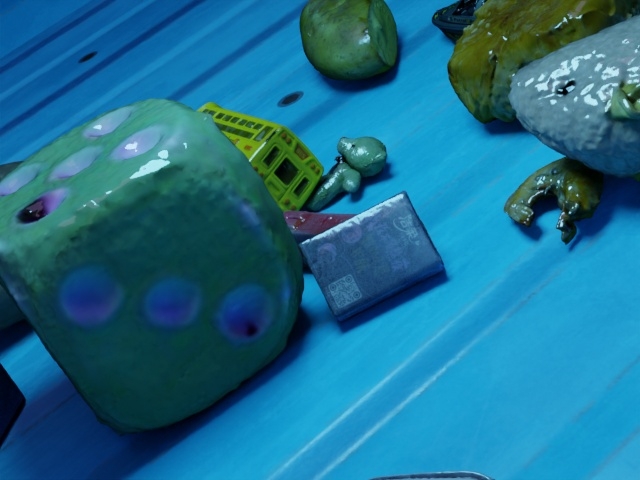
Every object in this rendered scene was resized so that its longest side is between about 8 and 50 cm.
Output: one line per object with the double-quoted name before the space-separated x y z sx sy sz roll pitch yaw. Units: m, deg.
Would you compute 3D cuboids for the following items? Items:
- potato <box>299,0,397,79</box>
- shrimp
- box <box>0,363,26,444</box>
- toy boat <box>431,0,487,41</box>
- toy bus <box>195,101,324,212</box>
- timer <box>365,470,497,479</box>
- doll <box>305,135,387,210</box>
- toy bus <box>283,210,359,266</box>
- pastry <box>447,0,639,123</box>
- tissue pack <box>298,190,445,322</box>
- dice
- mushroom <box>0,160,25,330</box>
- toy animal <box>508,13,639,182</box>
"potato" 0.057 -0.368 2.146 0.176 0.141 0.298 -39 34 5
"shrimp" 0.298 -0.051 1.497 0.132 0.051 0.187 -30 18 21
"box" -0.543 0.205 1.542 0.116 0.279 0.261 -17 29 23
"toy boat" 0.266 -0.383 2.024 0.093 0.103 0.246 -37 26 -16
"toy bus" -0.145 -0.124 1.860 0.152 0.144 0.330 -53 34 -11
"timer" 0.080 0.294 1.072 0.209 0.069 0.190 -9 35 29
"doll" 0.033 -0.106 1.794 0.150 0.077 0.115 -38 17 4
"toy bus" 0.000 0.000 1.629 0.192 0.077 0.065 4 37 42
"pastry" 0.334 -0.280 1.720 0.311 0.162 0.255 -9 46 53
"tissue pack" 0.066 0.021 1.505 0.156 0.112 0.051 -27 -15 1
"dice" -0.228 0.026 1.522 0.330 0.322 0.318 -34 28 -14
"mushroom" -0.559 -0.012 1.905 0.362 0.294 0.362 -22 26 12
"toy animal" 0.427 -0.181 1.446 0.359 0.188 0.226 -23 39 4
